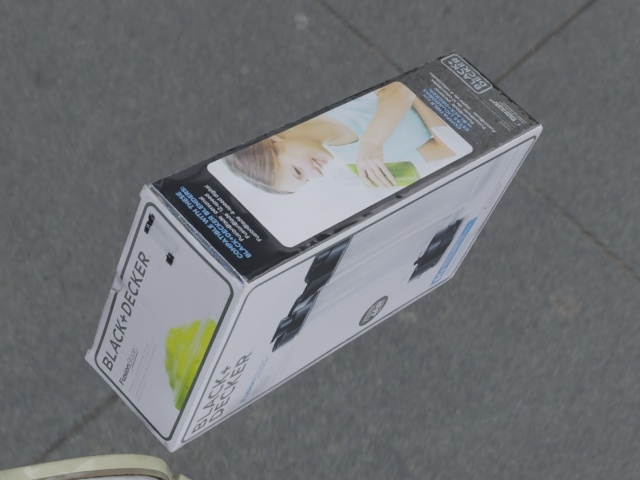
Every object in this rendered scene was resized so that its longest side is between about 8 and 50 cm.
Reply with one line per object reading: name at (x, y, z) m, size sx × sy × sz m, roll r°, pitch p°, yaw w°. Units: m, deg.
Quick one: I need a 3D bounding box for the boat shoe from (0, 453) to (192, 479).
boat shoe at (-0.154, 0.220, 0.959) m, size 0.113 × 0.302 × 0.103 m, roll -10°, pitch 72°, yaw 13°

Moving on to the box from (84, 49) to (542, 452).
box at (0.000, 0.000, 0.845) m, size 0.087 × 0.169 × 0.290 m, roll 45°, pitch 45°, yaw 19°
